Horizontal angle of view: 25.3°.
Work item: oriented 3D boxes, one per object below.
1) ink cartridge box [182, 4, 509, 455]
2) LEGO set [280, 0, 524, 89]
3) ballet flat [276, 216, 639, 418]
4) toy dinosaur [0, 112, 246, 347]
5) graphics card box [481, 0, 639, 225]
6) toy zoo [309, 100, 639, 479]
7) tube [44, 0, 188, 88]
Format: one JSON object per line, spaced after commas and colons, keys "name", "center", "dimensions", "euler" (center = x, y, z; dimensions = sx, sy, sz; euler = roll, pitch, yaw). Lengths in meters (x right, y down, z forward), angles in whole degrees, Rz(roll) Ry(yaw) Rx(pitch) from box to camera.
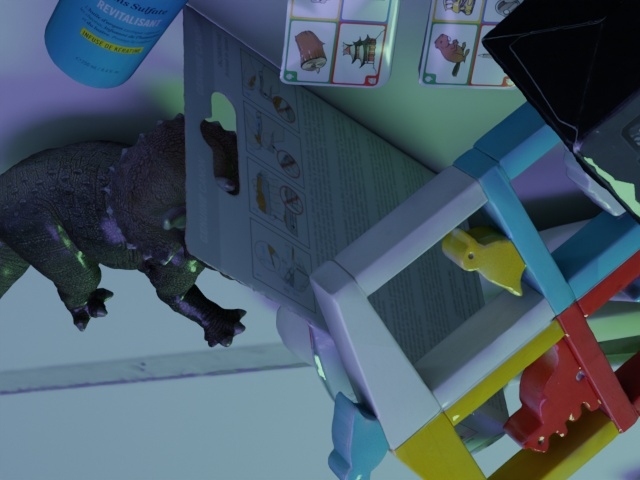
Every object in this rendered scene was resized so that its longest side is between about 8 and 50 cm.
{"name": "ink cartridge box", "center": [0.000, 0.000, 0.787], "dimensions": [0.232, 0.189, 0.066], "euler": [27, 129, -31]}
{"name": "LEGO set", "center": [0.078, -0.171, 0.593], "dimensions": [0.182, 0.060, 0.244], "euler": [1, 135, -5]}
{"name": "ballet flat", "center": [0.128, 0.063, 0.923], "dimensions": [0.400, 0.139, 0.139], "euler": [-14, 143, 32]}
{"name": "toy dinosaur", "center": [-0.132, -0.013, 0.893], "dimensions": [0.313, 0.121, 0.160], "euler": [4, 143, 35]}
{"name": "graphics card box", "center": [0.268, -0.047, 0.653], "dimensions": [0.233, 0.094, 0.371], "euler": [-41, 131, 12]}
{"name": "toy zoo", "center": [0.121, 0.027, 0.730], "dimensions": [0.293, 0.030, 0.192], "euler": [-39, 123, -7]}
{"name": "tube", "center": [-0.074, -0.153, 0.692], "dimensions": [0.080, 0.052, 0.207], "euler": [10, 145, -27]}
